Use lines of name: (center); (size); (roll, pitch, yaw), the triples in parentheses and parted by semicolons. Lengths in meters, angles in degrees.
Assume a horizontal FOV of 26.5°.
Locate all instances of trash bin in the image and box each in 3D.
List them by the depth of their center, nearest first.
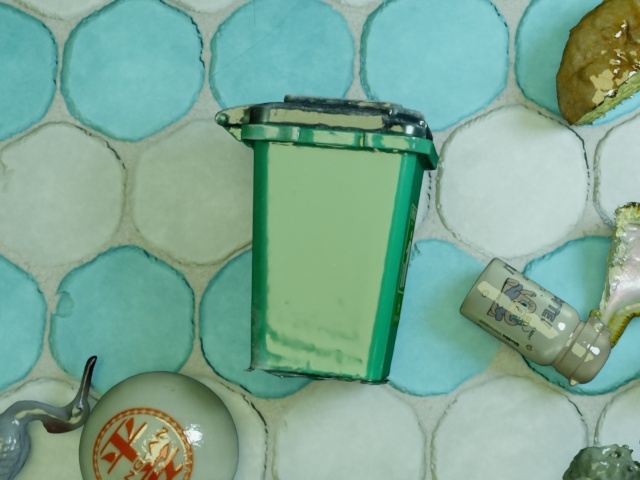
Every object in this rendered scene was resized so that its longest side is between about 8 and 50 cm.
trash bin: (0.000, 0.000, 1.869); (0.295, 0.259, 0.381); (5, 87, 8)

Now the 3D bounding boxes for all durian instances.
durian: (0.446, 0.048, 1.896); (0.140, 0.078, 0.224); (23, 110, 6)

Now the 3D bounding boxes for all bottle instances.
bottle: (0.308, 0.112, 1.891); (0.209, 0.097, 0.110); (33, 91, 9)

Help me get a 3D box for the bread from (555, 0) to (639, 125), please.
bread: (0.427, -0.274, 1.909); (0.260, 0.129, 0.134); (-31, 79, 1)

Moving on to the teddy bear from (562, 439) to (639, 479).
teddy bear: (0.501, 0.414, 1.777); (0.367, 0.224, 0.357); (-2, 97, 5)

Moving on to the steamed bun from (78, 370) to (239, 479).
steamed bun: (-0.234, 0.299, 1.914); (0.232, 0.145, 0.232); (-1, 82, 7)

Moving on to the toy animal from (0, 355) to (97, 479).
toy animal: (-0.467, 0.294, 1.973); (0.324, 0.090, 0.195); (-12, 82, 8)
